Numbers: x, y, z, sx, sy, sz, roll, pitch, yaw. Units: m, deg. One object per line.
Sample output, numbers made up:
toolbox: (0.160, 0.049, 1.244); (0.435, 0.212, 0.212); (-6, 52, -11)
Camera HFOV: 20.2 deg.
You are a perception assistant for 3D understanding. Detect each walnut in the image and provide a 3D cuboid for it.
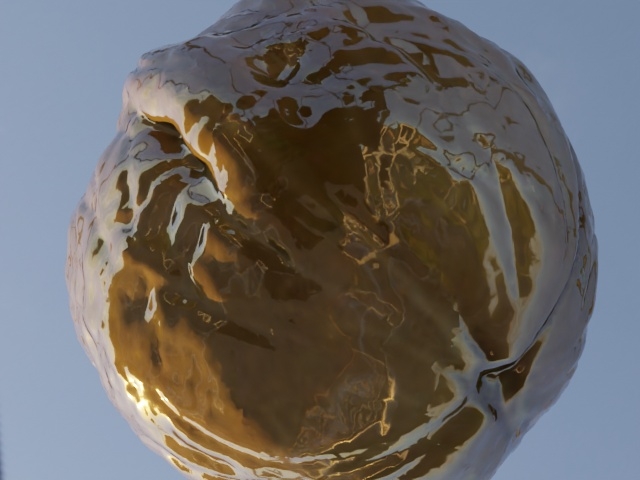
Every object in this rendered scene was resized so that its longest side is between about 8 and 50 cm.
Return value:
walnut: (0.001, 0.001, 0.972); (0.313, 0.252, 0.277); (35, -73, 46)
